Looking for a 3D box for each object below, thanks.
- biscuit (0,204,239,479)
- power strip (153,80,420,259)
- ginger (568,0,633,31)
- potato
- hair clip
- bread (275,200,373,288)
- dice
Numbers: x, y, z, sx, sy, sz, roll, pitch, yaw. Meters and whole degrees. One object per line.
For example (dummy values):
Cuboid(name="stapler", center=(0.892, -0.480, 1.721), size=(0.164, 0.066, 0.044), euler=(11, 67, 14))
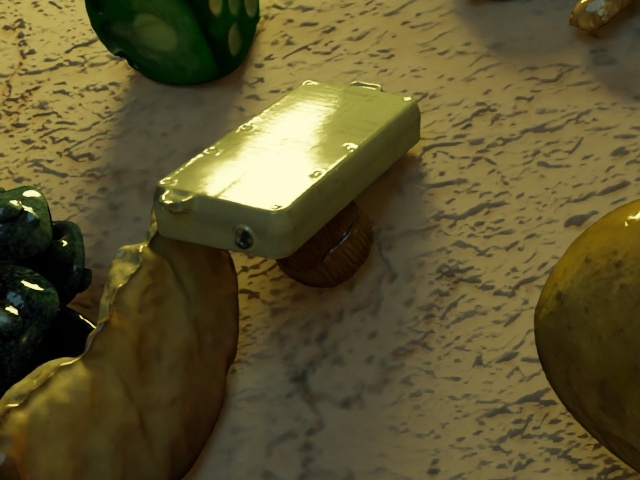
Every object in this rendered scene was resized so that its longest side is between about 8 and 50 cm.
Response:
Cuboid(name="biscuit", center=(-0.139, 0.105, 0.909), size=(0.045, 0.154, 0.299), euler=(-13, 31, 43))
Cuboid(name="power strip", center=(-0.020, -0.061, 0.973), size=(0.117, 0.046, 0.270), euler=(13, 32, 25))
Cuboid(name="ginger", center=(0.213, -0.256, 1.103), size=(0.176, 0.052, 0.193), euler=(-27, 60, -1))
Cuboid(name="potato", center=(0.264, 0.067, 0.769), size=(0.266, 0.229, 0.229), euler=(18, 63, 39))
Cuboid(name="hair clip", center=(-0.310, 0.039, 0.996), size=(0.310, 0.194, 0.206), euler=(5, 68, 21))
Cuboid(name="bread", center=(0.000, 0.000, 0.991), size=(0.085, 0.053, 0.085), euler=(-11, 57, 17))
Cuboid(name="dice", center=(-0.134, -0.229, 1.145), size=(0.128, 0.131, 0.120), euler=(5, 56, 22))
